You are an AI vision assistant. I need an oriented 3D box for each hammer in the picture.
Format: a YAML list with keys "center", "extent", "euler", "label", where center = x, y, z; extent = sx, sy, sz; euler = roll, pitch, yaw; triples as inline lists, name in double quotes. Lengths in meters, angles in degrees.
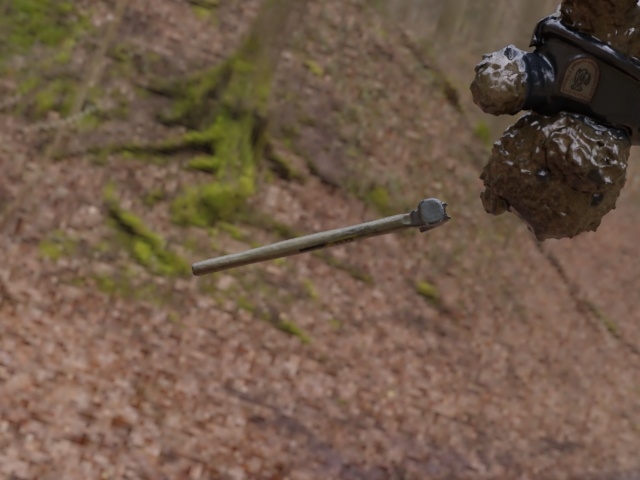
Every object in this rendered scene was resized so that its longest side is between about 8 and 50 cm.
- center: [0.000, 0.000, 0.999]
  extent: [0.182, 0.017, 0.062]
  euler: [-13, -5, 13]
  label: "hammer"

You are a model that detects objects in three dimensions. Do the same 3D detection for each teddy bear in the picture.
- center: [0.197, -0.114, 0.989]
  extent: [0.182, 0.251, 0.129]
  euler: [23, 31, -5]
  label: "teddy bear"
